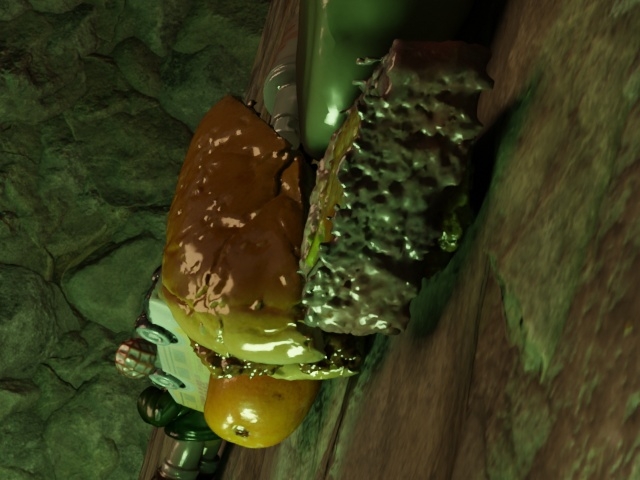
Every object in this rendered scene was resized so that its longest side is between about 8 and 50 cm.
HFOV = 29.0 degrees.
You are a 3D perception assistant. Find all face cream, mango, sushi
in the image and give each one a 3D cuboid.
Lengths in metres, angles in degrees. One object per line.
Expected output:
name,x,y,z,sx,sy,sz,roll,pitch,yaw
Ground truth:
face cream,-0.019,-0.192,1.544,0.251,0.101,0.101,-72,5,-49
mango,-0.034,0.100,1.211,0.141,0.102,0.217,48,-118,-70
sushi,0.051,-0.046,0.905,0.161,0.107,0.241,-101,24,-68

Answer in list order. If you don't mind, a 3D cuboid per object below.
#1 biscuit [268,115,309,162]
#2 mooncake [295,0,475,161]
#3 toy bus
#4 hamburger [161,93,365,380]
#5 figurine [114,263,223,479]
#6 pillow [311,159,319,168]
biscuit,-0.033,-0.198,1.835,0.350,0.070,0.394,-163,89,-86
mooncake,0.048,-0.189,1.055,0.275,0.135,0.275,-174,90,-83
toy bus,-0.124,0.114,1.405,0.342,0.138,0.097,98,-166,-65
hamburger,-0.049,0.005,1.102,0.245,0.282,0.155,-51,-40,-13
figurine,-0.172,0.175,1.724,0.281,0.167,0.370,-6,-72,-60
pillow,0.009,-0.089,1.448,0.148,0.050,0.229,-76,4,-58
